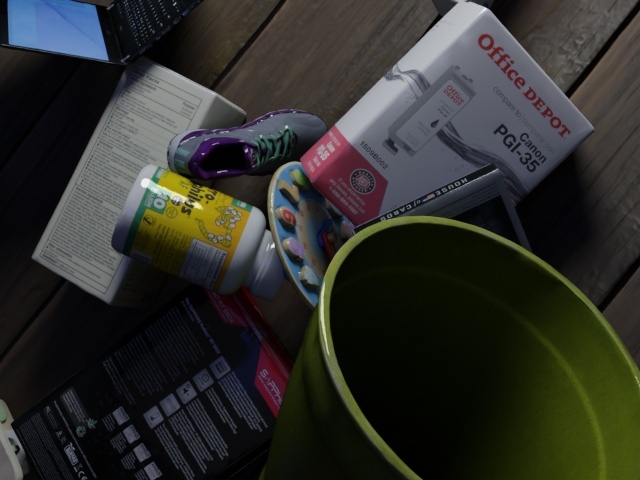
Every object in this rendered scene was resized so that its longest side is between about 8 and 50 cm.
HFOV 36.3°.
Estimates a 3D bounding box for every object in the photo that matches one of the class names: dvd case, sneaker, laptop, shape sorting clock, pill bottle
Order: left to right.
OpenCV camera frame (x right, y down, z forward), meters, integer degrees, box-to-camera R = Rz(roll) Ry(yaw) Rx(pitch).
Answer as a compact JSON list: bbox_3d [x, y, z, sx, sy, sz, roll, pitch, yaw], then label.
[{"bbox_3d":[-0.287,-0.342,1.309,0.264,0.136,0.234,-39,35,9],"label":"laptop"},{"bbox_3d":[-0.139,-0.003,1.200,0.208,0.117,0.118,23,90,-5],"label":"pill bottle"},{"bbox_3d":[-0.077,-0.110,1.244,0.223,0.098,0.083,-16,113,-24],"label":"sneaker"},{"bbox_3d":[0.000,0.000,1.198,0.040,0.206,0.206,-19,78,23],"label":"shape sorting clock"},{"bbox_3d":[0.165,0.048,1.145,0.179,0.029,0.239,-26,116,4],"label":"dvd case"}]

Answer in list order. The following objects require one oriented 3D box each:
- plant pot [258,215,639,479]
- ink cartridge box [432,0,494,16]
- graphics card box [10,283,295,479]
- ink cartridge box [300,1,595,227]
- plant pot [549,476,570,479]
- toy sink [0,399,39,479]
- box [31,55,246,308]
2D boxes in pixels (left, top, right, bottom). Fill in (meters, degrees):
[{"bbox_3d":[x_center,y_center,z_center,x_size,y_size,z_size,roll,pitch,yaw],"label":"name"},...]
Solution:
[{"bbox_3d":[0.097,0.228,1.042,0.366,0.366,0.353,47,133,17],"label":"plant pot"},{"bbox_3d":[0.209,-0.369,1.233,0.060,0.104,0.180,31,92,20],"label":"ink cartridge box"},{"bbox_3d":[-0.205,0.234,1.291,0.371,0.094,0.233,-38,73,8],"label":"graphics card box"},{"bbox_3d":[0.147,-0.116,1.169,0.283,0.117,0.207,-44,106,8],"label":"ink cartridge box"},{"bbox_3d":[0.341,0.341,1.057,0.284,0.191,0.284,-2,83,16],"label":"plant pot"},{"bbox_3d":[-0.488,0.314,1.350,0.234,0.131,0.153,-36,74,15],"label":"toy sink"},{"bbox_3d":[-0.243,-0.076,1.327,0.148,0.121,0.311,29,92,18],"label":"box"}]
